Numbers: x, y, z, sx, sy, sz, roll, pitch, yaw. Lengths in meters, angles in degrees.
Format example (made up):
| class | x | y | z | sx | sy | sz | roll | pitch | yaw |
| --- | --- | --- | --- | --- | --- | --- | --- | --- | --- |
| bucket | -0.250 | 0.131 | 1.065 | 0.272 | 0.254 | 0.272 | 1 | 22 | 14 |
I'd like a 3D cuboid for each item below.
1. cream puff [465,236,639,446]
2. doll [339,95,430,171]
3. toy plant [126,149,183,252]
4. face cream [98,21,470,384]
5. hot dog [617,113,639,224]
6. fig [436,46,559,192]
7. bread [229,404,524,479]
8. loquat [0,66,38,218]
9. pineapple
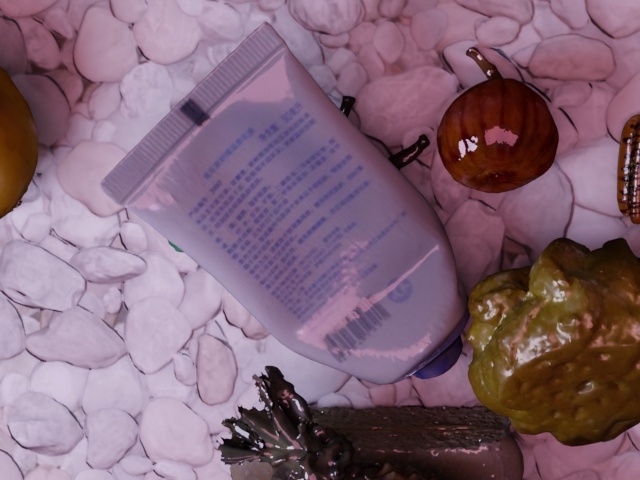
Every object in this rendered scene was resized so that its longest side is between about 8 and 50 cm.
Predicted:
| class | x | y | z | sx | sy | sz | roll | pitch | yaw |
| --- | --- | --- | --- | --- | --- | --- | --- | --- | --- |
| cream puff | 0.272 | 0.104 | 1.357 | 0.244 | 0.244 | 0.196 | -29 | 64 | 17 |
| doll | 0.023 | -0.073 | 1.434 | 0.139 | 0.057 | 0.165 | 29 | 118 | 0 |
| toy plant | -0.130 | -0.048 | 1.450 | 0.200 | 0.105 | 0.142 | 16 | 120 | 24 |
| face cream | 0.000 | 0.000 | 1.361 | 0.235 | 0.137 | 0.420 | -43 | 114 | 6 |
| hot dog | 0.339 | -0.076 | 1.379 | 0.049 | 0.037 | 0.122 | 3 | 105 | 13 |
| fig | 0.178 | -0.114 | 1.367 | 0.128 | 0.150 | 0.128 | -11 | 126 | -15 |
| bread | 0.065 | 0.288 | 1.502 | 0.337 | 0.102 | 0.183 | -2 | 105 | 13 |
| loquat | -0.426 | -0.107 | 1.421 | 0.235 | 0.235 | 0.235 | 3 | 106 | 10 |
| pineapple | 0.050 | 0.277 | 1.379 | 0.361 | 0.175 | 0.175 | 46 | 109 | 12 |
